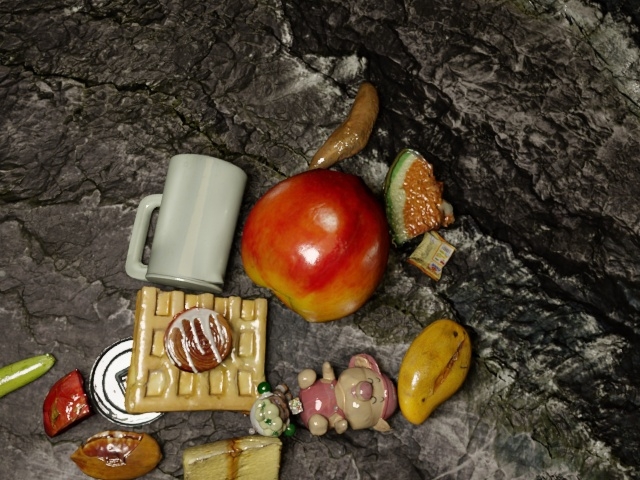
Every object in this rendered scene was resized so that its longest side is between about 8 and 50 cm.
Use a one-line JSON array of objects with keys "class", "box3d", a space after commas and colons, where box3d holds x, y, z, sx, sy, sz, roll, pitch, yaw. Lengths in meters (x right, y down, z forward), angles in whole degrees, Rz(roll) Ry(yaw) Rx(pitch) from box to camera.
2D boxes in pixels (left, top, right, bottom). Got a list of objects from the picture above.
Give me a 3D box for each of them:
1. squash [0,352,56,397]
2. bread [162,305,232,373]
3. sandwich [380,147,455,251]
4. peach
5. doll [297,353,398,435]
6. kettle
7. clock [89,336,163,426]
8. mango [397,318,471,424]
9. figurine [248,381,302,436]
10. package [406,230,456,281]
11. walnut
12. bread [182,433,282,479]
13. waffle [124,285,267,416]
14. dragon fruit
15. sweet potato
[{"class": "squash", "box3d": [-0.733, 0.325, 1.359, 0.201, 0.066, 0.066, -26, 83, -15]}, {"class": "bread", "box3d": [-0.290, 0.233, 1.345, 0.160, 0.073, 0.161, 5, 75, -20]}, {"class": "sandwich", "box3d": [0.260, -0.112, 1.606, 0.212, 0.109, 0.292, -7, 78, -9]}, {"class": "peach", "box3d": [0.000, 0.000, 1.415, 0.388, 0.388, 0.389, 2, 77, -9]}, {"class": "doll", "box3d": [0.071, 0.394, 1.441, 0.255, 0.152, 0.196, -5, 91, -15]}, {"class": "kettle", "box3d": [-0.341, -0.042, 1.444, 0.264, 0.205, 0.318, 11, 78, -10]}, {"class": "clock", "box3d": [-0.456, 0.347, 1.415, 0.214, 0.042, 0.215, 2, 77, -10]}, {"class": "mango", "box3d": [0.298, 0.329, 1.477, 0.177, 0.120, 0.295, 52, 52, -18]}, {"class": "figurine", "box3d": [-0.105, 0.402, 1.375, 0.093, 0.197, 0.147, -31, 91, 23]}, {"class": "package", "box3d": [0.319, 0.038, 1.626, 0.108, 0.031, 0.121, 34, 75, -1]}, {"class": "walnut", "box3d": [-0.478, 0.504, 1.341, 0.207, 0.116, 0.116, 1, 77, -9]}, {"class": "bread", "box3d": [-0.207, 0.540, 1.344, 0.239, 0.178, 0.136, -7, 77, -13]}, {"class": "waffle", "box3d": [-0.292, 0.280, 1.414, 0.348, 0.077, 0.304, 6, 74, -21]}, {"class": "dragon fruit", "box3d": [-0.598, 0.380, 1.330, 0.127, 0.161, 0.121, -29, 85, -26]}, {"class": "sweet potato", "box3d": [0.091, -0.311, 1.638, 0.114, 0.092, 0.342, 25, 73, 22]}]
